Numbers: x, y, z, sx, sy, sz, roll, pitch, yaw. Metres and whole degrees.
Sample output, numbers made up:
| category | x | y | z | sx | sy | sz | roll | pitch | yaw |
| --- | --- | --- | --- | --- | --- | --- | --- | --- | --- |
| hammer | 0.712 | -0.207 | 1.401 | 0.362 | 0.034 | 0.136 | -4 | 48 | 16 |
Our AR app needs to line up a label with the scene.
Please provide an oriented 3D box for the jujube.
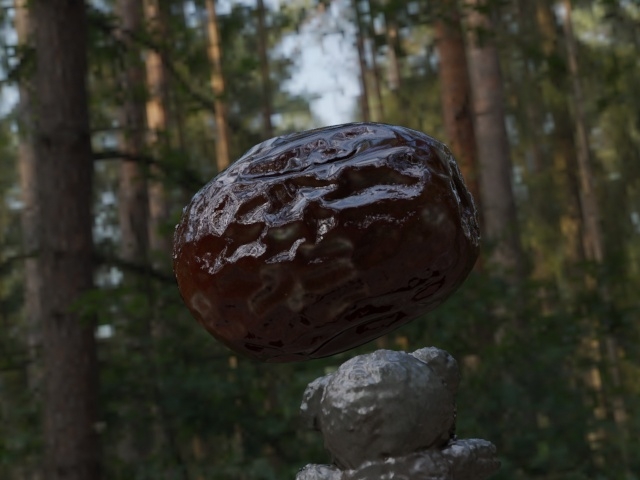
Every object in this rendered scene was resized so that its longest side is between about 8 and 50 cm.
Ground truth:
| category | x | y | z | sx | sy | sz | roll | pitch | yaw |
| --- | --- | --- | --- | --- | --- | --- | --- | --- | --- |
| jujube | 0.000 | 0.000 | 1.224 | 0.243 | 0.183 | 0.183 | -19 | -14 | 17 |

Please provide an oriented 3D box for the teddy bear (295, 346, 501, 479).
| category | x | y | z | sx | sy | sz | roll | pitch | yaw |
| --- | --- | --- | --- | --- | --- | --- | --- | --- | --- |
| teddy bear | 0.083 | 0.258 | 1.714 | 0.236 | 0.267 | 0.151 | -15 | -17 | 5 |
